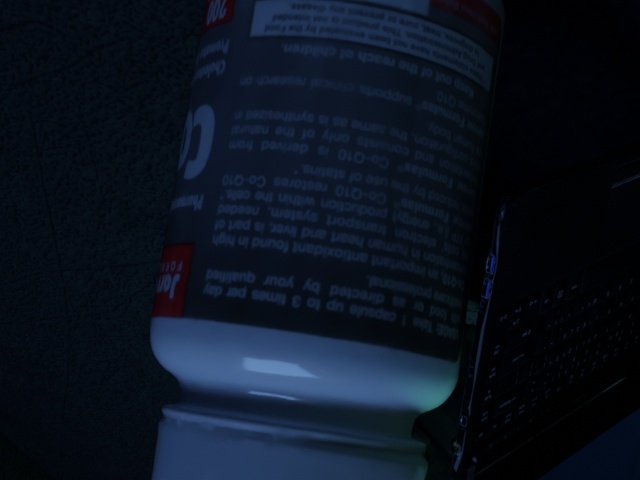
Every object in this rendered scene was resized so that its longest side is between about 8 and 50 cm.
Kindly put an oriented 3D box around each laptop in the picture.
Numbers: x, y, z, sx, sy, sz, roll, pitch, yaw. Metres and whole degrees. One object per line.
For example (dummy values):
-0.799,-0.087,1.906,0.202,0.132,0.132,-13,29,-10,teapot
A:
0.195,0.090,0.601,0.137,0.234,0.264,26,121,37,laptop

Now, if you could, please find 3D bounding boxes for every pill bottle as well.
0.000,0.000,0.570,0.161,0.283,0.161,9,171,1,pill bottle

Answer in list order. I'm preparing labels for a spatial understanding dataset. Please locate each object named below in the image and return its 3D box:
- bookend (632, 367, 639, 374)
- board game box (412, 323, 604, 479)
0.297,0.053,0.762,0.157,0.072,0.156,10,149,30,bookend
0.143,0.141,0.806,0.390,0.390,0.050,27,110,1,board game box
